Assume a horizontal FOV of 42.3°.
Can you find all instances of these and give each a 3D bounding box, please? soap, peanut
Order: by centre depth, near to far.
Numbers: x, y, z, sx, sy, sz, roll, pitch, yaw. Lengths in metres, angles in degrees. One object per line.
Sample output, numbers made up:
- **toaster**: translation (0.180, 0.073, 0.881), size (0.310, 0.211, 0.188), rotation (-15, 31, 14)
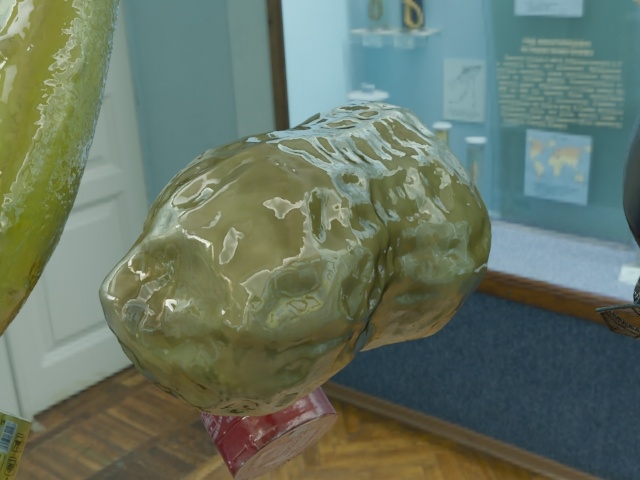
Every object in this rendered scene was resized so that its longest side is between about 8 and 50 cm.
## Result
- **peanut**: translation (0.010, 0.000, 0.463), size (0.159, 0.143, 0.291), rotation (2, 14, 21)
- **soap**: translation (-0.250, -0.096, 0.651), size (0.115, 0.427, 0.306), rotation (21, -25, -36)

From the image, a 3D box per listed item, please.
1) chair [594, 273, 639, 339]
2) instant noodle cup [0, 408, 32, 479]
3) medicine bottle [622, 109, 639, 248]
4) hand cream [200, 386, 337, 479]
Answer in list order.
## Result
- **chair**: translation (0.220, 0.038, 0.543), size (0.037, 0.042, 0.086), rotation (32, -14, -1)
- **instant noodle cup**: translation (-0.365, 0.219, 0.825), size (0.151, 0.151, 0.122), rotation (11, 69, 33)
- **medicine bottle**: translation (0.384, -0.116, 0.635), size (0.242, 0.395, 0.243), rotation (-2, 63, 5)
- **hand cream**: translation (-0.096, 0.317, 1.504), size (0.230, 0.230, 0.149), rotation (-20, 63, -37)
